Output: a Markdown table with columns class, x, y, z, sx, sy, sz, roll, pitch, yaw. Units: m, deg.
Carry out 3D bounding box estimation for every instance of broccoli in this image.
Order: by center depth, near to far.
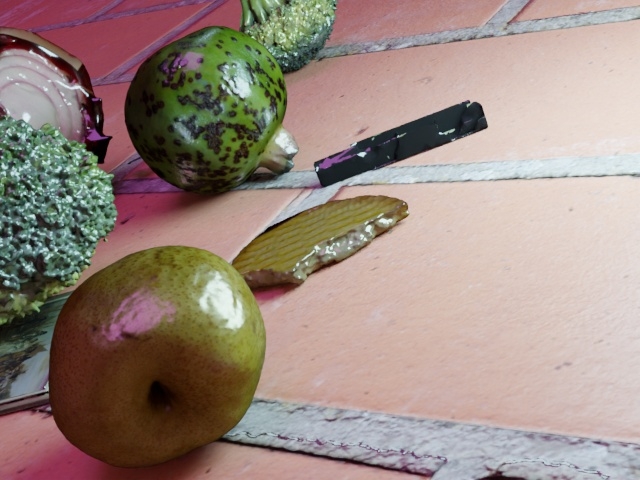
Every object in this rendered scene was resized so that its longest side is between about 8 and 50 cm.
| class | x | y | z | sx | sy | sz | roll | pitch | yaw |
| --- | --- | --- | --- | --- | --- | --- | --- | --- | --- |
| broccoli | -0.459 | -0.004 | 1.510 | 0.375 | 0.302 | 0.249 | -3 | 43 | -20 |
| broccoli | -0.083 | -0.395 | 2.108 | 0.226 | 0.176 | 0.198 | 2 | 15 | 0 |

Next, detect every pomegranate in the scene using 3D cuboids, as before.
| class | x | y | z | sx | sy | sz | roll | pitch | yaw |
| --- | --- | --- | --- | --- | --- | --- | --- | --- | --- |
| pomegranate | -0.154 | -0.184 | 1.684 | 0.254 | 0.270 | 0.254 | -57 | 5 | 7 |

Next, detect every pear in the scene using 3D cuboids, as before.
| class | x | y | z | sx | sy | sz | roll | pitch | yaw |
| --- | --- | --- | --- | --- | --- | --- | --- | --- | --- |
| pear | -0.168 | 0.111 | 1.145 | 0.228 | 0.188 | 0.211 | -25 | 28 | -2 |

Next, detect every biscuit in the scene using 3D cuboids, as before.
| class | x | y | z | sx | sy | sz | roll | pitch | yaw |
| --- | --- | --- | --- | --- | --- | --- | --- | --- | --- |
| biscuit | 0.000 | 0.001 | 1.420 | 0.228 | 0.031 | 0.176 | -13 | 27 | 15 |

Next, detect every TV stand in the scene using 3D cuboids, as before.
| class | x | y | z | sx | sy | sz | roll | pitch | yaw |
| --- | --- | --- | --- | --- | --- | --- | --- | --- | --- |
| TV stand | 0.111 | -0.137 | 1.599 | 0.249 | 0.036 | 0.042 | -21 | 26 | 3 |

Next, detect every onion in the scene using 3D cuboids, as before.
| class | x | y | z | sx | sy | sz | roll | pitch | yaw |
| --- | --- | --- | --- | --- | --- | --- | --- | --- | --- |
| onion | -0.531 | -0.167 | 1.837 | 0.341 | 0.341 | 0.341 | -17 | 25 | 9 |

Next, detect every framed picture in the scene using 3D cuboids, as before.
| class | x | y | z | sx | sy | sz | roll | pitch | yaw |
| --- | --- | --- | --- | --- | --- | --- | --- | --- | --- |
| framed picture | -0.399 | 0.146 | 1.461 | 0.217 | 0.017 | 0.274 | -16 | 25 | 11 |

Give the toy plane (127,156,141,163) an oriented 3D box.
| class | x | y | z | sx | sy | sz | roll | pitch | yaw |
| --- | --- | --- | --- | --- | --- | --- | --- | --- | --- |
| toy plane | -0.221 | -0.184 | 1.928 | 0.235 | 0.060 | 0.096 | -30 | 18 | -24 |
